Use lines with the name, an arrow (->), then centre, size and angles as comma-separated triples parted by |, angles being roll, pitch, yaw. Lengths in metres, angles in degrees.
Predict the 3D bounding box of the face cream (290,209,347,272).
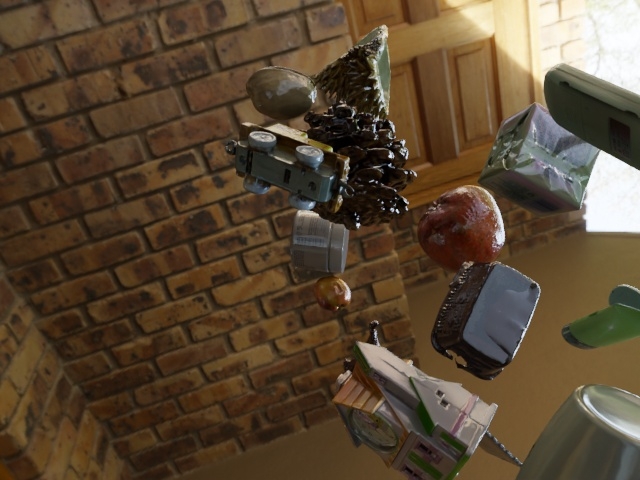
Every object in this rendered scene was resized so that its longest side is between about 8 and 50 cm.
face cream -> 0.000, 0.000, 1.473 | 0.152, 0.177, 0.177 | 6, -149, 8

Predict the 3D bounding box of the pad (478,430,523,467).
pad -> 0.337, 0.425, 1.224 | 0.012, 0.269, 0.270 | -45, 169, -10

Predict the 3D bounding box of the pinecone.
pinecone -> 0.064, -0.161, 1.112 | 0.242, 0.296, 0.298 | -18, 171, -28

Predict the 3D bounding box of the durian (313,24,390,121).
durian -> 0.064, -0.285, 0.841 | 0.144, 0.139, 0.252 | 21, -154, 8

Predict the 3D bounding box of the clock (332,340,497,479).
clock -> 0.163, 0.359, 1.069 | 0.309, 0.235, 0.166 | 33, -134, 22

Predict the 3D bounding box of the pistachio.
pistachio -> -0.083, -0.315, 1.096 | 0.149, 0.113, 0.113 | -8, -154, -4

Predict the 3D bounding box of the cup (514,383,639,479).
cup -> 0.394, 0.324, 0.679 | 0.257, 0.234, 0.186 | 6, -162, -23

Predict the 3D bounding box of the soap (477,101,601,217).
soap -> 0.495, -0.177, 1.162 | 0.182, 0.199, 0.138 | -64, -172, -11

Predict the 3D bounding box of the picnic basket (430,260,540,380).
picnic basket -> 0.426, 0.183, 1.291 | 0.222, 0.129, 0.297 | 31, -110, 2

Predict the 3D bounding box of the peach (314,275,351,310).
peach -> 0.033, 0.147, 1.437 | 0.100, 0.101, 0.101 | -13, -153, 7

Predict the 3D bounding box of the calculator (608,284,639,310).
calculator -> 0.767, 0.174, 1.247 | 0.021, 0.095, 0.153 | 3, -141, -22

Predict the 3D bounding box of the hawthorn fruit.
hawthorn fruit -> 0.449, -0.021, 1.634 | 0.275, 0.300, 0.275 | -26, -166, 7

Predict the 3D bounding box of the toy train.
toy train -> -0.039, -0.116, 0.770 | 0.219, 0.089, 0.127 | 22, -148, 19

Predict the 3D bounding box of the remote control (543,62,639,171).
remote control -> 0.496, -0.197, 0.858 | 0.056, 0.140, 0.296 | -36, -136, 1

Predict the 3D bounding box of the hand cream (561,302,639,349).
hand cream -> 0.470, 0.141, 0.838 | 0.095, 0.175, 0.046 | 21, -117, -1

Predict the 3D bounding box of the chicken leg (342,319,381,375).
chicken leg -> 0.135, 0.346, 1.542 | 0.089, 0.219, 0.048 | 31, -164, -4
